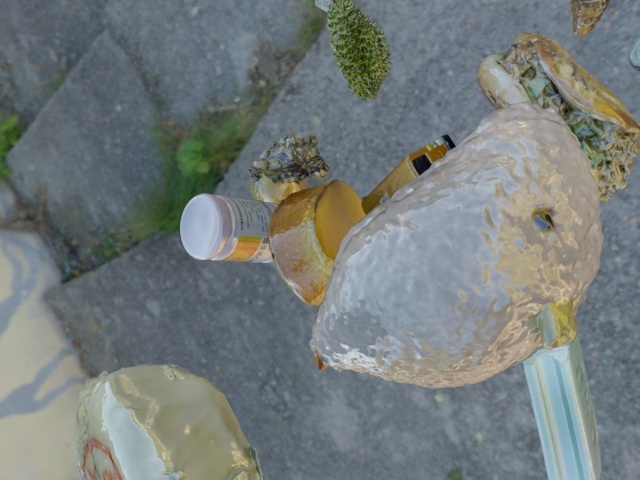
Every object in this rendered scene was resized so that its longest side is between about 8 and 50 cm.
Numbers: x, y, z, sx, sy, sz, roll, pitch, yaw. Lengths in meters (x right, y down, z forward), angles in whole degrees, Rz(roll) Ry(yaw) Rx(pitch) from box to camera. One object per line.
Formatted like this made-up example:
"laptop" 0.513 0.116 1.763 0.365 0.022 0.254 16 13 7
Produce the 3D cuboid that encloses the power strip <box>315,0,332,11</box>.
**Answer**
"power strip" 0.008 -0.528 1.745 0.040 0.016 0.090 32 173 5

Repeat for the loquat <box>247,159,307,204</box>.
"loquat" -0.109 -0.152 2.041 0.163 0.163 0.137 26 112 37

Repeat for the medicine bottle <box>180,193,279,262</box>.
"medicine bottle" -0.152 -0.020 1.632 0.133 0.250 0.133 -3 85 41

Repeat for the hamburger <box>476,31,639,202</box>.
"hamburger" 0.365 -0.191 1.198 0.286 0.243 0.146 44 114 4

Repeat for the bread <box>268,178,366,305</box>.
"bread" 0.000 0.000 1.462 0.143 0.269 0.195 -26 111 28

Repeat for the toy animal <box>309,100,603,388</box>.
"toy animal" 0.143 0.042 0.824 0.358 0.188 0.226 -39 105 22

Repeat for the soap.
"soap" 0.480 0.326 1.570 0.095 0.173 0.289 -10 99 25

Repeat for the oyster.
"oyster" -0.057 -0.154 1.564 0.051 0.148 0.103 -151 44 -70

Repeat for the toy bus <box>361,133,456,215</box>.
"toy bus" 0.151 -0.074 1.291 0.098 0.114 0.201 58 152 7

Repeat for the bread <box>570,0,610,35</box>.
"bread" 0.465 -0.471 1.365 0.076 0.105 0.233 -1 106 27

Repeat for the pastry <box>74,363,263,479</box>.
"pastry" -0.165 0.246 0.832 0.265 0.133 0.265 24 120 51

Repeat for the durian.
"durian" 0.085 -0.393 1.605 0.095 0.137 0.220 -18 99 24

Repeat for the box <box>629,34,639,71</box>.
"box" 0.631 -0.326 1.273 0.163 0.135 0.243 36 94 43
